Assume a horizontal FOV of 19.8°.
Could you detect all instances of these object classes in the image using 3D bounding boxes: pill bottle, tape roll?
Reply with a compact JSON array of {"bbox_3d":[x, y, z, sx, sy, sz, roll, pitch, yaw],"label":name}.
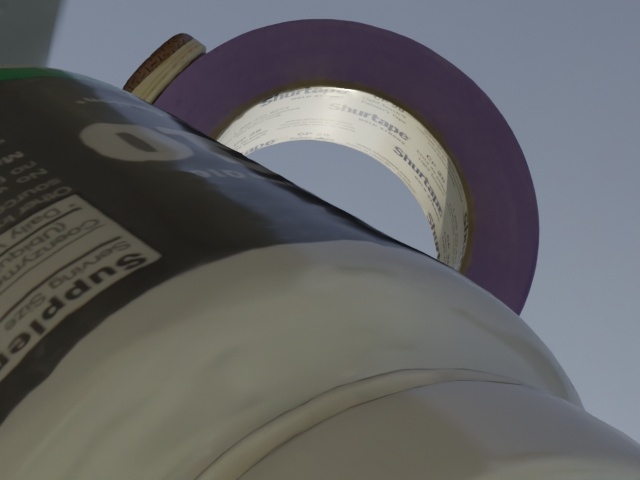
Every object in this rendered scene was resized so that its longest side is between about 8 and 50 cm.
[{"bbox_3d":[-0.044,0.078,0.567,0.361,0.204,0.204,31,-75,55],"label":"pill bottle"},{"bbox_3d":[0.000,0.000,0.844,0.189,0.080,0.189,2,-105,-6],"label":"tape roll"}]

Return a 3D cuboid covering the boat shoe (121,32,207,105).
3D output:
[{"bbox_3d":[-0.092,-0.024,1.159,0.095,0.095,0.257,36,-36,8],"label":"boat shoe"}]
